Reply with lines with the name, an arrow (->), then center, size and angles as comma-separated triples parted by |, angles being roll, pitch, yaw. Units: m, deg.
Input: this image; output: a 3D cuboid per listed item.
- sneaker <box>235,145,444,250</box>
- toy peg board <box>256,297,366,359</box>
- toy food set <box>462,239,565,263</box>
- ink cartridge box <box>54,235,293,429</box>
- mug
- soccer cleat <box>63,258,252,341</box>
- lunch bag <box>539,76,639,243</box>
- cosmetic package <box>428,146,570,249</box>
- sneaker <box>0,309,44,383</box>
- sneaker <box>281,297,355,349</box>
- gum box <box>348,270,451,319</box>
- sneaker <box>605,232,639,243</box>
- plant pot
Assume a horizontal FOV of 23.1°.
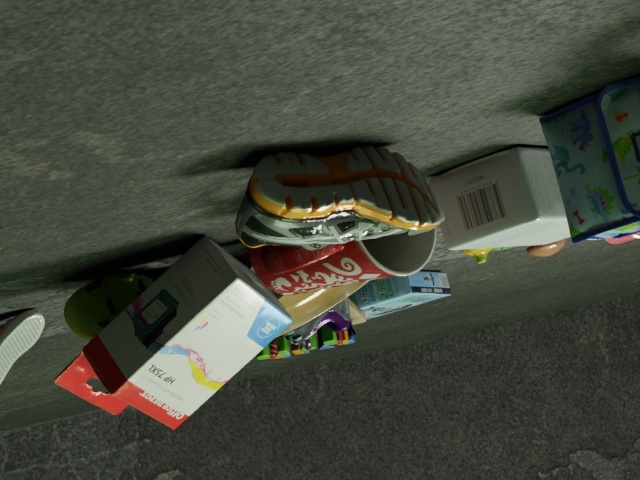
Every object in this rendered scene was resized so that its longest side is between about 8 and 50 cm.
sneaker -> 0.016, -0.031, 1.404 | 0.214, 0.084, 0.083 | 4, 140, -34
toy peg board -> -0.025, 0.143, 2.378 | 0.161, 0.079, 0.160 | -13, 158, 15
toy food set -> 0.263, -0.014, 1.986 | 0.217, 0.071, 0.128 | -11, 171, -21
ink cartridge box -> -0.159, 0.118, 1.705 | 0.231, 0.078, 0.134 | -43, 144, 5
mug -> 0.002, -0.009, 1.532 | 0.150, 0.113, 0.169 | 13, 161, -39
soccer cleat -> -0.186, 0.090, 1.831 | 0.289, 0.093, 0.121 | -8, 153, -47
lunch bag -> 0.289, -0.077, 1.431 | 0.096, 0.129, 0.151 | -6, 169, -44
cosmetic package -> 0.230, -0.045, 1.700 | 0.117, 0.086, 0.231 | -19, 172, 33
sneaker -> -0.392, 0.117, 1.905 | 0.051, 0.070, 0.134 | 11, 126, -51
sneaker -> -0.059, 0.112, 2.194 | 0.223, 0.098, 0.083 | -12, 171, -15
gum box -> 0.093, 0.091, 2.496 | 0.184, 0.041, 0.157 | -19, 169, 26
sneaker -> 0.423, -0.031, 1.866 | 0.115, 0.136, 0.314 | -10, 166, -22
plant pot -> 0.006, 0.041, 1.859 | 0.236, 0.032, 0.236 | -32, 166, -9
